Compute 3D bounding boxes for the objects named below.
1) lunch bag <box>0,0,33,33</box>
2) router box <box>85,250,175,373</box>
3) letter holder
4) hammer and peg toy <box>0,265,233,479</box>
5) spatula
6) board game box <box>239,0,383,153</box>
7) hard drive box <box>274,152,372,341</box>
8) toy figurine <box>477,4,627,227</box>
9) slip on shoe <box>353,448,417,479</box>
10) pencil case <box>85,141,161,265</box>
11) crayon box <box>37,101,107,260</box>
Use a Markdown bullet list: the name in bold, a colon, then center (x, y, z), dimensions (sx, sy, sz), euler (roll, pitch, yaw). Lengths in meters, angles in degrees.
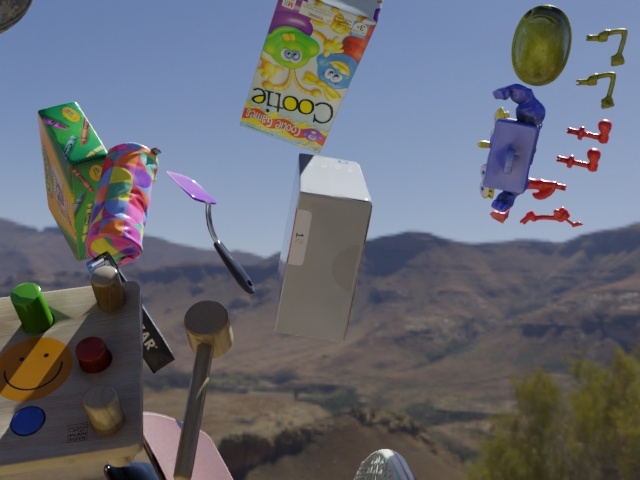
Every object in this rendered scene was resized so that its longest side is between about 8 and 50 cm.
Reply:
- **lunch bag**: center (-0.617, -0.373, 1.279), dimensions (0.305, 0.212, 0.256), euler (2, 12, 39)
- **router box**: center (-0.301, 0.110, 1.328), dimensions (0.046, 0.179, 0.133), euler (-33, 18, -12)
- **letter holder**: center (-0.243, 0.396, 1.286), dimensions (0.152, 0.214, 0.302), euler (-32, -23, 2)
- **hammer and peg toy**: center (-0.285, 0.156, 1.002), dimensions (0.361, 0.266, 0.127), euler (-7, -45, -5)
- **spatula**: center (-0.197, -0.019, 1.576), dimensions (0.030, 0.296, 0.084), euler (-39, -22, 21)
- **board game box**: center (-0.014, -0.291, 1.289), dimensions (0.144, 0.142, 0.275), euler (19, -39, -6)
- **hard drive box**: center (0.000, 0.000, 1.091), dimensions (0.089, 0.181, 0.232), euler (9, 15, -5)
- **toy figurine**: center (0.337, -0.163, 1.297), dimensions (0.191, 0.362, 0.217), euler (18, 25, 19)
- **slip on shoe**: center (0.087, 0.319, 0.994), dimensions (0.101, 0.123, 0.331), euler (23, -14, 5)
- **pencil case**: center (-0.342, -0.066, 1.477), dimensions (0.104, 0.236, 0.104), euler (3, -38, 2)
- **crayon box**: center (-0.482, -0.113, 1.665), dimensions (0.081, 0.165, 0.278), euler (-21, -34, -27)
